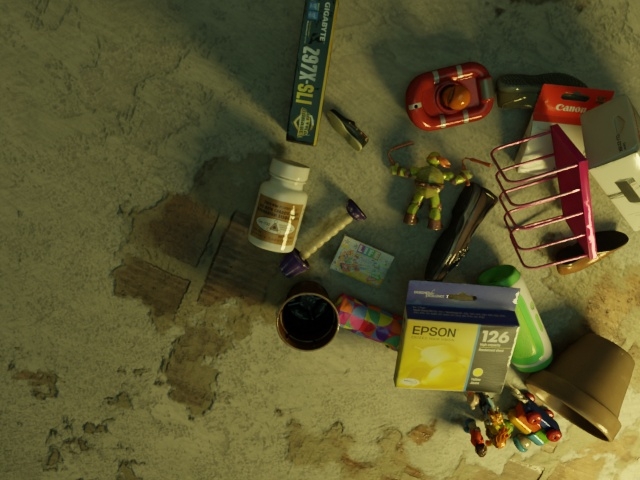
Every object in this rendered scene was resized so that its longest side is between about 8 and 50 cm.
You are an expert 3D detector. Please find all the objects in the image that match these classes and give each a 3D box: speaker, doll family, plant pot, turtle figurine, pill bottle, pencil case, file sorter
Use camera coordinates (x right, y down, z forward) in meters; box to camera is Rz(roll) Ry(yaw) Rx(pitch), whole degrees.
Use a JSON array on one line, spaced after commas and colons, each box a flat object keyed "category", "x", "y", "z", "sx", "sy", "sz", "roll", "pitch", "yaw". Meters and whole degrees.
[{"category": "speaker", "x": 0.549, "y": 0.220, "z": 1.537, "sx": 0.131, "sy": 0.131, "sz": 0.296, "roll": -26, "pitch": 103, "yaw": 5}, {"category": "doll family", "x": 0.485, "y": 0.508, "z": 1.590, "sx": 0.118, "sy": 0.163, "sz": 0.263, "roll": -13, "pitch": 104, "yaw": 2}, {"category": "plant pot", "x": -0.035, "y": 0.195, "z": 1.497, "sx": 0.167, "sy": 0.165, "sz": 0.167, "roll": 0, "pitch": 104, "yaw": -1}, {"category": "turtle figurine", "x": 0.301, "y": -0.140, "z": 1.440, "sx": 0.269, "sy": 0.087, "sz": 0.217, "roll": 9, "pitch": 109, "yaw": 11}, {"category": "plant pot", "x": 0.757, "y": 0.395, "z": 1.548, "sx": 0.263, "sy": 0.263, "sz": 0.229, "roll": 40, "pitch": 81, "yaw": -10}, {"category": "pill bottle", "x": -0.105, "y": -0.095, "z": 1.438, "sx": 0.131, "sy": 0.131, "sz": 0.229, "roll": 15, "pitch": 104, "yaw": -5}, {"category": "pencil case", "x": 0.143, "y": 0.238, "z": 1.549, "sx": 0.236, "sy": 0.104, "sz": 0.104, "roll": 26, "pitch": 103, "yaw": -6}, {"category": "file sorter", "x": 0.556, "y": -0.100, "z": 1.375, "sx": 0.182, "sy": 0.202, "sz": 0.291, "roll": -16, "pitch": 123, "yaw": 12}]

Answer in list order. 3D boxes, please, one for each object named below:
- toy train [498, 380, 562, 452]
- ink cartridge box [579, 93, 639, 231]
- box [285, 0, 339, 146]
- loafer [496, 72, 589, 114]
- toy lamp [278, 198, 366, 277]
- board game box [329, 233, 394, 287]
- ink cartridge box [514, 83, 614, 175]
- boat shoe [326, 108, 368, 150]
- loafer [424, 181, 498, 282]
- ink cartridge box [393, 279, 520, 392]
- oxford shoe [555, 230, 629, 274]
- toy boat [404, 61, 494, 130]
[{"category": "toy train", "x": 0.589, "y": 0.529, "z": 1.639, "sx": 0.248, "sy": 0.105, "sz": 0.143, "roll": 41, "pitch": 113, "yaw": -10}, {"category": "ink cartridge box", "x": 0.746, "y": -0.183, "z": 1.314, "sx": 0.114, "sy": 0.197, "sz": 0.273, "roll": -23, "pitch": 131, "yaw": 39}, {"category": "box", "x": -0.024, "y": -0.397, "z": 1.297, "sx": 0.079, "sy": 0.257, "sz": 0.322, "roll": 9, "pitch": 103, "yaw": -3}, {"category": "loafer", "x": 0.571, "y": -0.377, "z": 1.413, "sx": 0.251, "sy": 0.094, "sz": 0.087, "roll": 4, "pitch": 135, "yaw": -1}, {"category": "toy lamp", "x": 0.000, "y": 0.000, "z": 1.492, "sx": 0.274, "sy": 0.080, "sz": 0.080, "roll": -42, "pitch": 102, "yaw": 9}, {"category": "board game box", "x": 0.116, "y": 0.059, "z": 1.536, "sx": 0.154, "sy": 0.026, "sz": 0.103, "roll": 23, "pitch": 102, "yaw": -7}, {"category": "ink cartridge box", "x": 0.627, "y": -0.274, "z": 1.402, "sx": 0.189, "sy": 0.066, "sz": 0.232, "roll": 5, "pitch": 134, "yaw": -2}, {"category": "boat shoe", "x": 0.071, "y": -0.296, "z": 1.437, "sx": 0.133, "sy": 0.049, "sz": 0.042, "roll": 45, "pitch": 71, "yaw": -5}, {"category": "loafer", "x": 0.387, "y": -0.005, "z": 1.489, "sx": 0.095, "sy": 0.109, "sz": 0.302, "roll": 21, "pitch": 100, "yaw": -11}, {"category": "ink cartridge box", "x": 0.366, "y": 0.265, "z": 1.463, "sx": 0.303, "sy": 0.072, "sz": 0.307, "roll": 4, "pitch": 115, "yaw": -2}, {"category": "oxford shoe", "x": 0.759, "y": 0.035, "z": 1.534, "sx": 0.212, "sy": 0.076, "sz": 0.076, "roll": -22, "pitch": 134, "yaw": 2}, {"category": "toy boat", "x": 0.330, "y": -0.359, "z": 1.368, "sx": 0.231, "sy": 0.151, "sz": 0.151, "roll": -13, "pitch": 104, "yaw": 2}]
